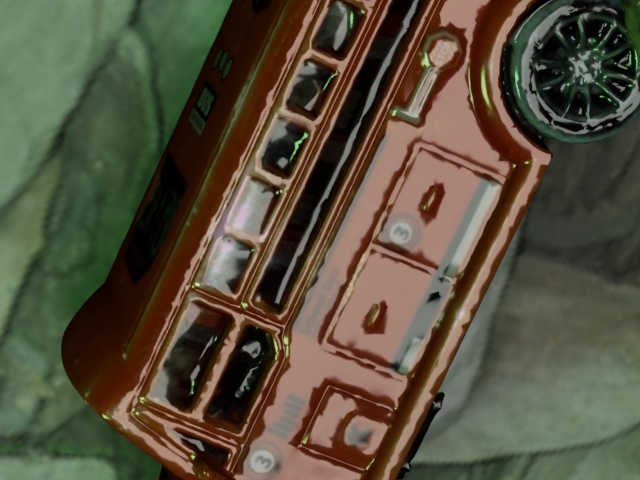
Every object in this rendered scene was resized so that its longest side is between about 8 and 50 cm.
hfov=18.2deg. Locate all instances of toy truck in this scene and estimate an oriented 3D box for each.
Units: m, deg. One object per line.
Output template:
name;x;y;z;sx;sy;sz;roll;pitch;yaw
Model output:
toy truck;0.000;0.000;0.609;0.114;0.107;0.252;24;99;-17

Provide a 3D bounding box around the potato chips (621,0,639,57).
potato chips;0.133;-0.133;0.589;0.202;0.029;0.220;38;65;-51
